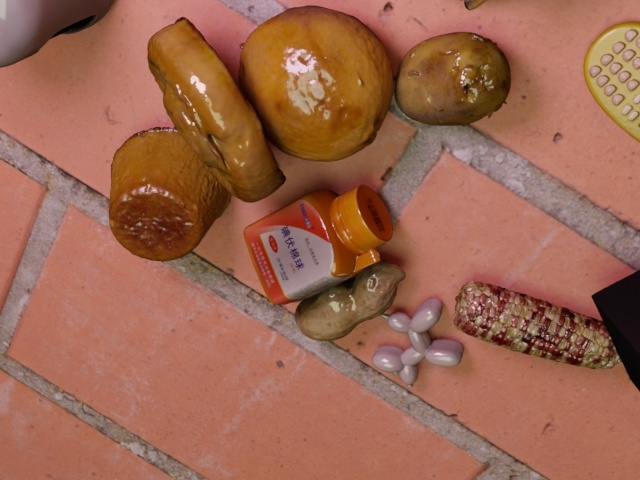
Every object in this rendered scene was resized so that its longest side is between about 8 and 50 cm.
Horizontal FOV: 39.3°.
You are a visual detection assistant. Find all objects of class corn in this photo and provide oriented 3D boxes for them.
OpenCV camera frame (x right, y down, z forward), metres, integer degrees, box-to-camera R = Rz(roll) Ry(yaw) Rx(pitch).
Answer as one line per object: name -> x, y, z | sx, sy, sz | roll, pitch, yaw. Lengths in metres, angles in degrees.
corn -> 0.360, 0.142, 1.472 | 0.289, 0.098, 0.098 | 16, 122, 4

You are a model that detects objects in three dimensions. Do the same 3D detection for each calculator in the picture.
calculator -> 0.481, -0.212, 1.271 | 0.235, 0.032, 0.146 | 39, 122, -4

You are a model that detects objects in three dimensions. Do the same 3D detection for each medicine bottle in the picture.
medicine bottle -> 0.000, 0.000, 1.471 | 0.222, 0.112, 0.149 | -27, 80, 28

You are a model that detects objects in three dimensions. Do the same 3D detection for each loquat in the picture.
loquat -> -0.007, -0.231, 1.319 | 0.238, 0.193, 0.238 | 18, 122, 30

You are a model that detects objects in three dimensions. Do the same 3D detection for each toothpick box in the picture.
toothpick box -> -0.456, -0.384, 1.307 | 0.228, 0.316, 0.229 | 8, 119, 14

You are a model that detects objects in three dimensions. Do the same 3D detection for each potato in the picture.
potato -> 0.194, -0.232, 1.301 | 0.175, 0.137, 0.137 | 10, 122, 35

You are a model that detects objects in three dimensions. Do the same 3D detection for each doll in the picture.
doll -> 0.163, 0.187, 1.578 | 0.160, 0.059, 0.161 | -17, 112, 25

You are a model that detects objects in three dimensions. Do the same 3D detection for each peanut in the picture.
peanut -> 0.054, 0.104, 1.547 | 0.227, 0.086, 0.104 | -30, 132, 26

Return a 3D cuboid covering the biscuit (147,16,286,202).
biscuit -> -0.166, -0.185, 1.342 | 0.102, 0.296, 0.296 | -32, 109, -10

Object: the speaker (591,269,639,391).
speaker -> 0.559, 0.140, 1.280 | 0.232, 0.254, 0.184 | -29, 107, 7

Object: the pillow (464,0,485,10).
pillow -> 0.265, -0.480, 1.061 | 0.312, 0.119, 0.310 | -21, 113, 14

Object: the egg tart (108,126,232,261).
egg tart -> -0.257, -0.071, 1.504 | 0.215, 0.171, 0.215 | 1, 127, 2
